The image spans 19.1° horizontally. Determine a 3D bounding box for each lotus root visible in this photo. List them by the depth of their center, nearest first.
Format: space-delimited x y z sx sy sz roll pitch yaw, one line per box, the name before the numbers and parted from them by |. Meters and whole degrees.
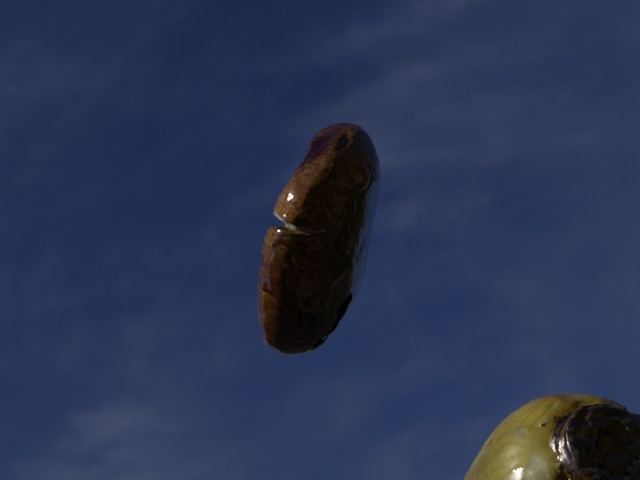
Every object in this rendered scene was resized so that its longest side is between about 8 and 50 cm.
lotus root | 0.159 0.211 1.281 0.154 0.154 0.278 -9 -35 -11

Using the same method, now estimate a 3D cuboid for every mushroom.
mushroom | 0.000 0.000 0.960 0.052 0.123 0.123 17 -36 0
